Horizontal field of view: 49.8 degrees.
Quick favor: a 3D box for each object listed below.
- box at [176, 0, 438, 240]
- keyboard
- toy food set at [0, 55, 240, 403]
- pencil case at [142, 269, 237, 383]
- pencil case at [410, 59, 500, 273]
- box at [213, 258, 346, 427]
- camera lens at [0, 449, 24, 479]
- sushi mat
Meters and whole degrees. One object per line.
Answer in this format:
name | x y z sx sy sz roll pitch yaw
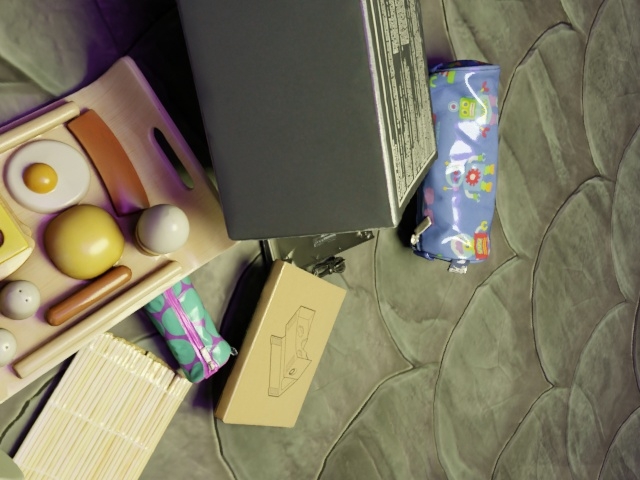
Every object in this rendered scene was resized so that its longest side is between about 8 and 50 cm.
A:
box | 0.003 -0.187 0.726 0.294 0.183 0.296 -49 131 -66
keyboard | 0.000 0.000 0.931 0.180 0.023 0.108 -22 104 -35
toy food set | -0.245 -0.012 0.626 0.306 0.092 0.220 -36 98 -30
pencil case | -0.157 0.086 0.777 0.064 0.070 0.152 -34 116 -17
pencil case | 0.193 -0.111 1.015 0.133 0.119 0.306 -3 99 -29
box | -0.044 0.137 0.878 0.164 0.021 0.201 29 80 -56
camera lens | -0.389 0.249 0.505 0.219 0.219 0.274 46 67 -35
sushi mat | -0.267 0.261 0.744 0.151 0.019 0.316 39 72 -36
